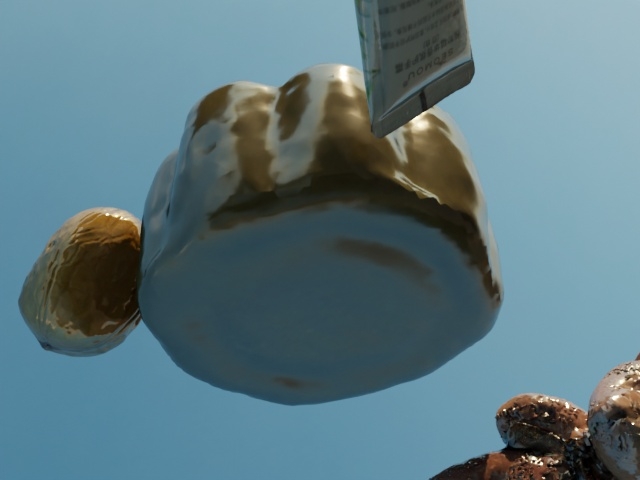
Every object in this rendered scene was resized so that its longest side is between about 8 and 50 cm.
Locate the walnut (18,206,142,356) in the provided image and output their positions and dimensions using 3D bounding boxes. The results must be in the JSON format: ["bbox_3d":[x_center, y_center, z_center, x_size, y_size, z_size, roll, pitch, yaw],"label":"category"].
[{"bbox_3d":[-0.251,0.044,1.219,0.144,0.144,0.180,46,-112,-18],"label":"walnut"}]

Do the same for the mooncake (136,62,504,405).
[{"bbox_3d":[0.000,0.000,1.134,0.378,0.378,0.201,24,-136,-30],"label":"mooncake"}]

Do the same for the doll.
[{"bbox_3d":[0.214,0.198,0.938,0.156,0.303,0.201,65,-176,-53],"label":"doll"}]

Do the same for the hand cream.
[{"bbox_3d":[0.028,-0.137,0.429,0.067,0.042,0.195,-37,-49,-33],"label":"hand cream"}]
